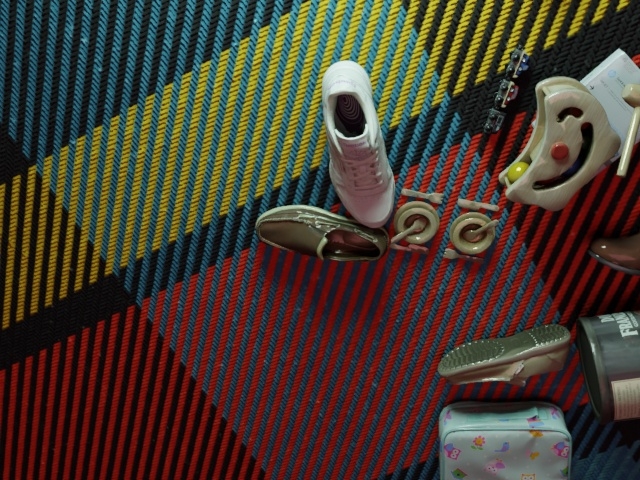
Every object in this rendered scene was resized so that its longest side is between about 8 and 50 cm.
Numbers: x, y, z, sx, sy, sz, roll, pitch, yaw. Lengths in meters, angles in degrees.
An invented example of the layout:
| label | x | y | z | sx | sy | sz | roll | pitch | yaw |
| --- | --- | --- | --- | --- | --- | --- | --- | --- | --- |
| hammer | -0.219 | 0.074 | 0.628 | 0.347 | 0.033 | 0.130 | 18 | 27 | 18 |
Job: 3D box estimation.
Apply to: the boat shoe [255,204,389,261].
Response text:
| label | x | y | z | sx | sy | sz | roll | pitch | yaw |
| --- | --- | --- | --- | --- | --- | --- | --- | --- | --- |
| boat shoe | 0.000 | -0.007 | 1.361 | 0.257 | 0.095 | 0.095 | 4 | 116 | 5 |

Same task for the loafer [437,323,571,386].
| label | x | y | z | sx | sy | sz | roll | pitch | yaw |
| --- | --- | --- | --- | --- | --- | --- | --- | --- | --- |
| loafer | 0.369 | 0.246 | 1.440 | 0.268 | 0.102 | 0.092 | -16 | 107 | 13 |

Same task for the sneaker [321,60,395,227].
| label | x | y | z | sx | sy | sz | roll | pitch | yaw |
| --- | --- | --- | --- | --- | --- | --- | --- | --- | --- |
| sneaker | 0.057 | -0.147 | 1.257 | 0.114 | 0.152 | 0.305 | -12 | 115 | 10 |

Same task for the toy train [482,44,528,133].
| label | x | y | z | sx | sy | sz | roll | pitch | yaw |
| --- | --- | --- | --- | --- | --- | --- | --- | --- | --- |
| toy train | 0.321 | -0.256 | 1.243 | 0.036 | 0.027 | 0.158 | 14 | 117 | -4 |

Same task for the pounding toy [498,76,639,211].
| label | x | y | z | sx | sy | sz | roll | pitch | yaw |
| --- | --- | --- | --- | --- | --- | --- | --- | --- | --- |
| pounding toy | 0.400 | -0.160 | 1.166 | 0.154 | 0.155 | 0.269 | 31 | 116 | -14 |

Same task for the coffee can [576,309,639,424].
| label | x | y | z | sx | sy | sz | roll | pitch | yaw |
| --- | --- | --- | --- | --- | --- | --- | --- | --- | --- |
| coffee can | 0.638 | 0.222 | 1.343 | 0.275 | 0.201 | 0.201 | -10 | 114 | 11 |

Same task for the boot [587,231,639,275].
| label | x | y | z | sx | sy | sz | roll | pitch | yaw |
| --- | --- | --- | --- | --- | --- | --- | --- | --- | --- |
| boot | 0.620 | -0.076 | 1.261 | 0.264 | 0.096 | 0.280 | 5 | 114 | 7 |

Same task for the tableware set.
| label | x | y | z | sx | sy | sz | roll | pitch | yaw |
| --- | --- | --- | --- | --- | --- | --- | --- | --- | --- |
| tableware set | 0.233 | -0.019 | 1.361 | 0.194 | 0.039 | 0.128 | 10 | 116 | 2 |

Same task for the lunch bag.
| label | x | y | z | sx | sy | sz | roll | pitch | yaw |
| --- | --- | --- | --- | --- | --- | --- | --- | --- | --- |
| lunch bag | 0.390 | 0.442 | 1.530 | 0.279 | 0.108 | 0.224 | -3 | 112 | 7 |

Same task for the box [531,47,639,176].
| label | x | y | z | sx | sy | sz | roll | pitch | yaw |
| --- | --- | --- | --- | --- | --- | --- | --- | --- | --- |
| box | 0.483 | -0.210 | 1.241 | 0.145 | 0.038 | 0.186 | 41 | 114 | -14 |
